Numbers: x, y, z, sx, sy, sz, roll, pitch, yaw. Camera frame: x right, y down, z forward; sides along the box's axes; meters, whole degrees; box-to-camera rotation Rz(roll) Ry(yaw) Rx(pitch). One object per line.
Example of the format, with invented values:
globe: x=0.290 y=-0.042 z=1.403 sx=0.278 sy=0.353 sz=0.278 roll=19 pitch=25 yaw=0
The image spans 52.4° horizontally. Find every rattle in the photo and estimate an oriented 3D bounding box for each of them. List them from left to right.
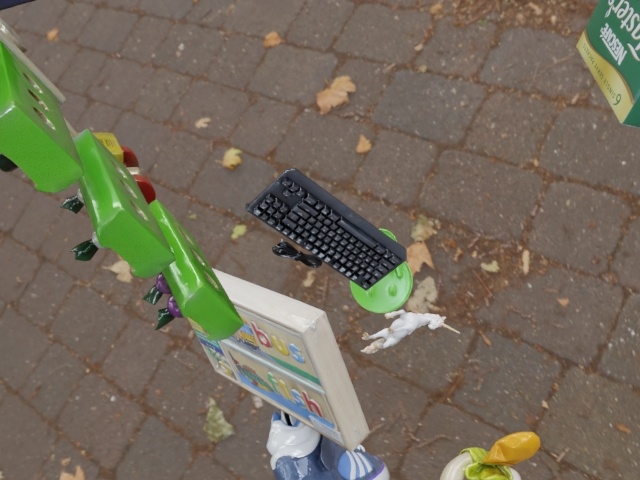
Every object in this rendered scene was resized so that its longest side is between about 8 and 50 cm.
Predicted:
rattle: x=0.222 y=0.362 z=0.835 sx=0.142 sy=0.130 sz=0.200 roll=-27 pitch=22 yaw=49

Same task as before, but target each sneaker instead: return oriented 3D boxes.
sneaker: x=0.011 y=0.400 z=1.266 sx=0.130 sy=0.322 sz=0.236 roll=-29 pitch=78 yaw=21

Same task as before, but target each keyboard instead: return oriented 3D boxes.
keyboard: x=0.000 y=0.000 z=0.730 sx=0.108 sy=0.180 sz=0.023 roll=-37 pitch=29 yaw=34

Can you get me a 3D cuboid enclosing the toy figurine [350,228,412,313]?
toy figurine: x=0.117 y=0.061 z=1.403 sx=0.130 sy=0.159 sz=0.173 roll=-3 pitch=91 yaw=-5

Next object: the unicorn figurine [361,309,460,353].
unicorn figurine: x=0.151 y=0.161 z=1.188 sx=0.161 sy=0.111 sz=0.060 roll=-27 pitch=69 yaw=45

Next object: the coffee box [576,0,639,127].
coffee box: x=0.231 y=-0.173 z=0.407 sx=0.040 sy=0.184 sz=0.113 roll=7 pitch=45 yaw=-7

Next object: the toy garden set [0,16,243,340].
toy garden set: x=-0.162 y=-0.057 z=0.375 sx=0.049 sy=0.244 sz=0.204 roll=-39 pitch=41 yaw=-2

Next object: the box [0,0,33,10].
box: x=-0.309 y=-0.325 z=0.645 sx=0.207 sy=0.153 sz=0.108 roll=-25 pitch=39 yaw=-16

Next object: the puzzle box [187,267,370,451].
puzzle box: x=-0.106 y=0.189 z=1.157 sx=0.052 sy=0.272 sz=0.408 roll=-38 pitch=34 yaw=-30
